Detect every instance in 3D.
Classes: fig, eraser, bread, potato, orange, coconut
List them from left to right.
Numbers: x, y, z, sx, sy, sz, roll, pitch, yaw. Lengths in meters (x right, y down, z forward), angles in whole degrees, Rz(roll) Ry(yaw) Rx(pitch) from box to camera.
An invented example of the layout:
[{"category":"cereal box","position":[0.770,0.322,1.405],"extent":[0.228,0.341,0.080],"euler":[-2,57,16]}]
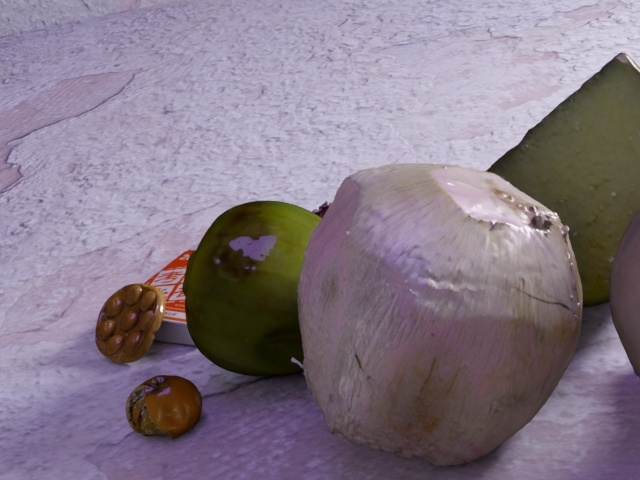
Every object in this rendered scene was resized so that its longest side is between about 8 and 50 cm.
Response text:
[{"category":"bread","position":[-0.238,0.102,1.773],"extent":[0.110,0.024,0.110],"euler":[-18,53,25]},{"category":"orange","position":[-0.174,0.181,1.582],"extent":[0.086,0.062,0.086],"euler":[-9,23,4]},{"category":"eraser","position":[-0.152,0.060,1.864],"extent":[0.157,0.038,0.230],"euler":[4,30,36]},{"category":"fig","position":[-0.046,0.056,1.616],"extent":[0.230,0.207,0.207],"euler":[5,30,29]},{"category":"coconut","position":[0.120,0.053,1.413],"extent":[0.297,0.254,0.297],"euler":[10,36,-7]},{"category":"potato","position":[0.324,-0.029,1.621],"extent":[0.330,0.212,0.280],"euler":[-42,-17,27]}]

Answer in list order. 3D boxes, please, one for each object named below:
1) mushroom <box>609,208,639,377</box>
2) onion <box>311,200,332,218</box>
[{"category":"mushroom","position":[0.424,0.057,1.348],"extent":[0.293,0.292,0.290],"euler":[-11,-12,6]},{"category":"onion","position":[0.000,0.000,1.836],"extent":[0.115,0.104,0.115],"euler":[10,16,-3]}]
